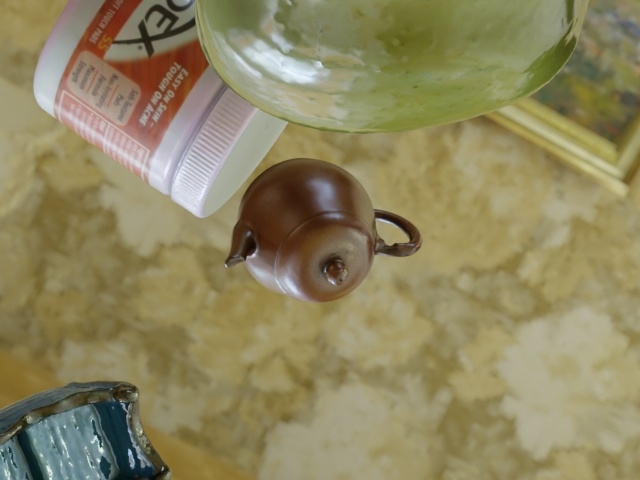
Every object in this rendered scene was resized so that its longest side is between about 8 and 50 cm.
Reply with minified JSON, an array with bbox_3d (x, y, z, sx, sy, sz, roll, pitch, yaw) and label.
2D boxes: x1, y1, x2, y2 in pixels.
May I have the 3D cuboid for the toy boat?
[{"bbox_3d":[-0.155,0.133,0.797,0.185,0.075,0.077,-29,-158,-32],"label":"toy boat"}]

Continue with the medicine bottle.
[{"bbox_3d":[-0.157,-0.192,1.876,0.252,0.241,0.252,-55,176,-6],"label":"medicine bottle"}]

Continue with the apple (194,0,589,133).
[{"bbox_3d":[0.038,-0.190,1.017,0.279,0.279,0.279,-58,-168,20],"label":"apple"}]

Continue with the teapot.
[{"bbox_3d":[0.000,0.000,1.280,0.116,0.173,0.116,177,-90,-65],"label":"teapot"}]
